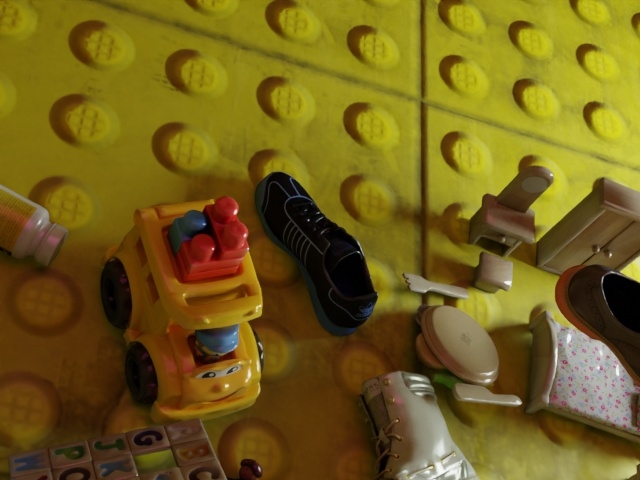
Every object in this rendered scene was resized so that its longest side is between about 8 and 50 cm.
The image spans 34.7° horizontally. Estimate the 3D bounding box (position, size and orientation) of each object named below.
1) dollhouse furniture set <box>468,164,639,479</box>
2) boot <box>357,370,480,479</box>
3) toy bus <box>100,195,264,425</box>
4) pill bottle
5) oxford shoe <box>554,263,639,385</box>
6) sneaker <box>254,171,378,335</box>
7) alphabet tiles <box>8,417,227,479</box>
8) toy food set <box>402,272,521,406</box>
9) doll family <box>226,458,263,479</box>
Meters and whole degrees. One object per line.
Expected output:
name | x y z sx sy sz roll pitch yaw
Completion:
dollhouse furniture set | 0.344 0.112 1.298 0.303 0.174 0.356 20 54 -13
boot | 0.076 0.233 1.146 0.213 0.077 0.165 -2 60 -42
toy bus | -0.126 0.059 1.088 0.149 0.211 0.220 -8 65 -31
pill bottle | -0.340 -0.019 1.126 0.116 0.065 0.065 29 52 -6
oxford shoe | 0.411 0.122 1.237 0.271 0.098 0.097 32 75 -10
sneaker | 0.000 0.000 1.258 0.081 0.090 0.232 -20 70 -33
alphabet tiles | -0.181 0.247 0.957 0.198 0.009 0.237 -8 24 -18
toy food set | 0.167 0.134 1.282 0.132 0.038 0.192 14 41 -36
doll family | -0.050 0.304 1.052 0.193 0.076 0.111 37 71 -6
